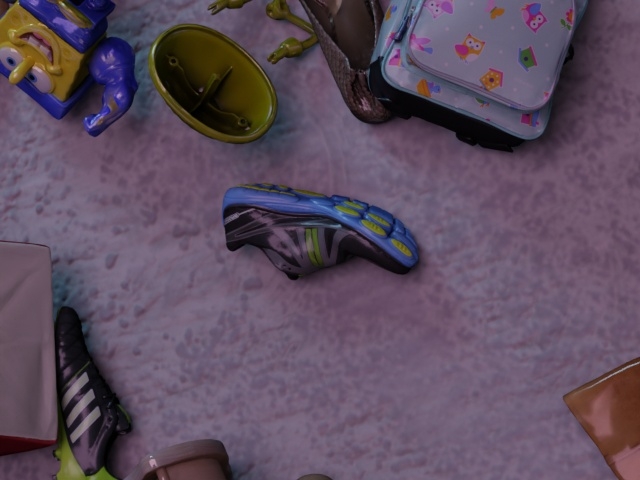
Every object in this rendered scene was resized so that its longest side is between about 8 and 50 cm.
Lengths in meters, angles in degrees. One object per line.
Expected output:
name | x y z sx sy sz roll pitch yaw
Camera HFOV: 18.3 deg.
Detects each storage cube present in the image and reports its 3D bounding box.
storage cube | -0.365 0.102 1.771 0.193 0.183 0.215 -14 74 36

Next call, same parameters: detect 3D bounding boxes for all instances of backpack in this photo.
backpack | 0.142 -0.191 1.691 0.166 0.144 0.188 21 77 -5

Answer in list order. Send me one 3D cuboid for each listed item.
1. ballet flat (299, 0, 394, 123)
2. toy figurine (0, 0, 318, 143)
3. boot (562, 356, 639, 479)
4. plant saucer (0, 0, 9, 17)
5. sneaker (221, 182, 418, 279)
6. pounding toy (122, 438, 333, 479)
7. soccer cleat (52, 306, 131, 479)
ballet flat | 0.012 -0.221 1.783 0.084 0.058 0.250 -20 75 -2
toy figurine | -0.208 -0.194 1.840 0.362 0.217 0.191 38 49 -4
boot | 0.325 0.065 1.634 0.280 0.096 0.264 -35 78 18
plant saucer | -0.345 -0.221 1.941 0.083 0.015 0.083 -4 79 19
sneaker | 0.000 0.000 1.762 0.188 0.067 0.078 13 106 19
pounding toy | -0.120 0.270 1.696 0.269 0.154 0.155 -28 72 13
soccer cleat | -0.211 0.147 1.809 0.072 0.060 0.179 -7 80 2
